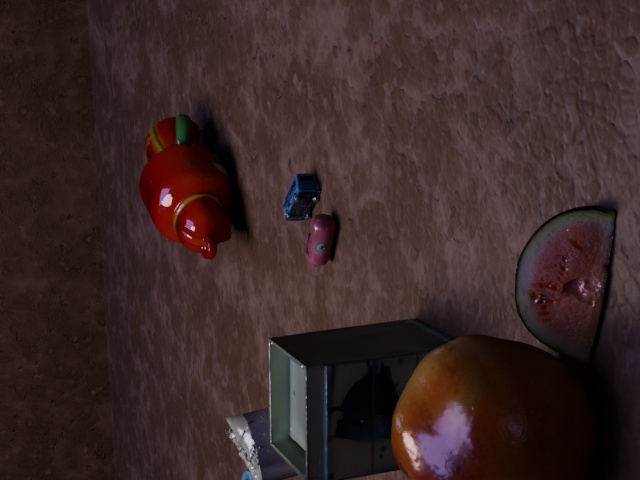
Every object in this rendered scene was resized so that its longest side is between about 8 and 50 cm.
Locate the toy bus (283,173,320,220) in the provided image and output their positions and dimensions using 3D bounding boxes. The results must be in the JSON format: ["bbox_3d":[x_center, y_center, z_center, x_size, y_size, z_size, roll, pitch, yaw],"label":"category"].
[{"bbox_3d":[-0.031,-0.066,1.781,0.083,0.038,0.046,119,144,-52],"label":"toy bus"}]

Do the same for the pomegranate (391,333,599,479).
[{"bbox_3d":[0.174,0.193,1.141,0.209,0.209,0.209,174,90,-68],"label":"pomegranate"}]

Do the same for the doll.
[{"bbox_3d":[-0.252,-0.091,2.159,0.363,0.160,0.183,61,141,44],"label":"doll"}]

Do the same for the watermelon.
[{"bbox_3d":[0.239,0.032,1.138,0.069,0.086,0.163,-52,-30,-66],"label":"watermelon"}]

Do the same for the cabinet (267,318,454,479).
[{"bbox_3d":[0.056,0.192,1.405,0.150,0.206,0.145,-154,61,-65],"label":"cabinet"}]

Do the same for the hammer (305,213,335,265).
[{"bbox_3d":[0.000,0.000,1.718,0.043,0.043,0.083,-121,33,-46],"label":"hammer"}]

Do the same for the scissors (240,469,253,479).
[{"bbox_3d":[-0.085,0.576,2.084,0.180,0.032,0.393,133,129,-62],"label":"scissors"}]

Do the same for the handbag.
[{"bbox_3d":[-0.050,0.303,1.744,0.095,0.173,0.117,93,159,-45],"label":"handbag"}]
